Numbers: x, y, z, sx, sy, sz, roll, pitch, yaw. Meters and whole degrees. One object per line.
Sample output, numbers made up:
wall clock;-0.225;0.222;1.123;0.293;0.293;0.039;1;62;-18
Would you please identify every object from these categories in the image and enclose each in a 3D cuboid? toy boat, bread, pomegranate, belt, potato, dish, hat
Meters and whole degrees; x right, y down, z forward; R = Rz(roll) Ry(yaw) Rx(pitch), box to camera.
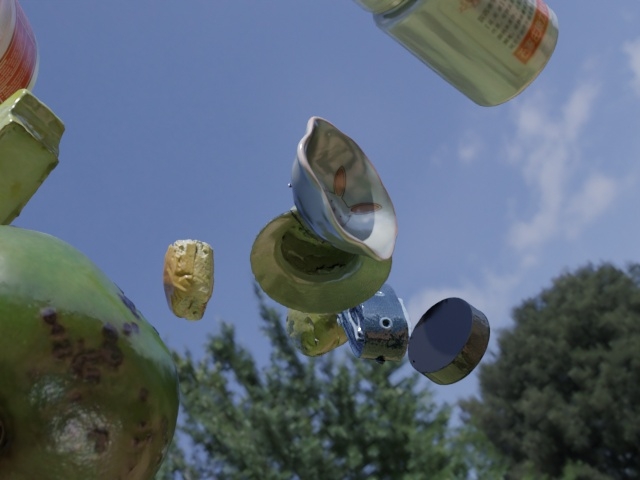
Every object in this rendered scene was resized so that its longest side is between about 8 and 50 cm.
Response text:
toy boat;-0.436;-0.063;1.369;0.276;0.084;0.111;-47;-50;-2
bread;-0.210;0.061;1.693;0.082;0.106;0.125;10;-24;-9
pomegranate;-0.247;0.110;0.854;0.291;0.291;0.323;-47;1;16
belt;0.117;0.157;2.124;0.128;0.218;0.122;6;-67;-12
potato;0.021;0.136;2.313;0.248;0.169;0.143;-53;-44;-15
dish;0.016;-0.059;1.527;0.081;0.229;0.229;-30;-22;27
hat;0.000;0.000;1.937;0.257;0.130;0.257;0;-50;0

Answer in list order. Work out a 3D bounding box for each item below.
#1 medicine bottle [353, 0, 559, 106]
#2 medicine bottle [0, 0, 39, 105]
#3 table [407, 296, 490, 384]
medicine bottle;0.203;-0.403;1.787;0.371;0.211;0.211;34;-71;-26
medicine bottle;-0.570;-0.310;1.611;0.252;0.252;0.241;-33;-13;-10
table;0.198;0.155;1.666;0.043;0.133;0.133;35;-73;-29
